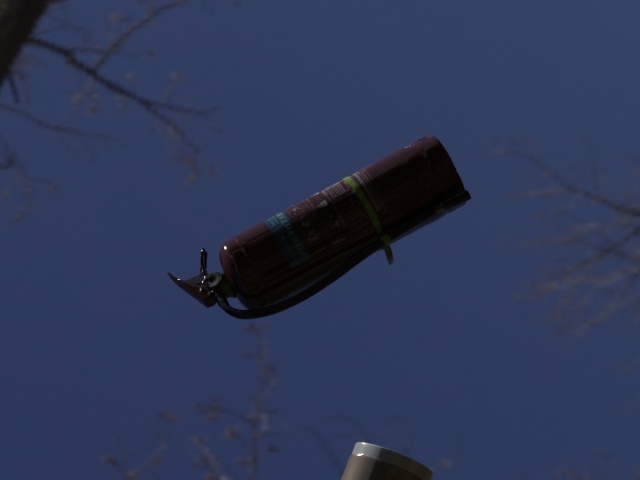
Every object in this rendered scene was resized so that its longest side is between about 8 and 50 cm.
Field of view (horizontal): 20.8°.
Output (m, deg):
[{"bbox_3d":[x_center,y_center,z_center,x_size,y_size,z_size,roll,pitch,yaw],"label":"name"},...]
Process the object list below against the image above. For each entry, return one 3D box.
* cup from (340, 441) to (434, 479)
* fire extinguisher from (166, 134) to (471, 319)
[{"bbox_3d":[0.049,0.235,1.475,0.099,0.074,0.102,-66,-28,-15],"label":"cup"},{"bbox_3d":[0.000,0.000,0.769,0.132,0.056,0.039,-28,-45,-7],"label":"fire extinguisher"}]
